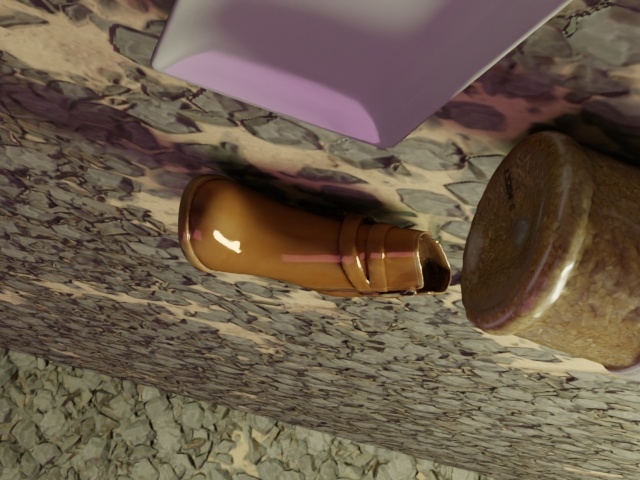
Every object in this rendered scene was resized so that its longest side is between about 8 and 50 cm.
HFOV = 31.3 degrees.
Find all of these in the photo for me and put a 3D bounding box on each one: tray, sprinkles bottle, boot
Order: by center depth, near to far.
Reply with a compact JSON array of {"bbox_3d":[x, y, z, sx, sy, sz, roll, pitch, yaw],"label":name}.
[{"bbox_3d":[0.015,-0.112,0.515,0.145,0.030,0.270,19,163,-13],"label":"tray"},{"bbox_3d":[0.263,0.047,0.671,0.355,0.121,0.121,19,163,-15],"label":"sprinkles bottle"},{"bbox_3d":[0.000,0.000,0.830,0.152,0.073,0.197,6,174,28],"label":"boot"}]
